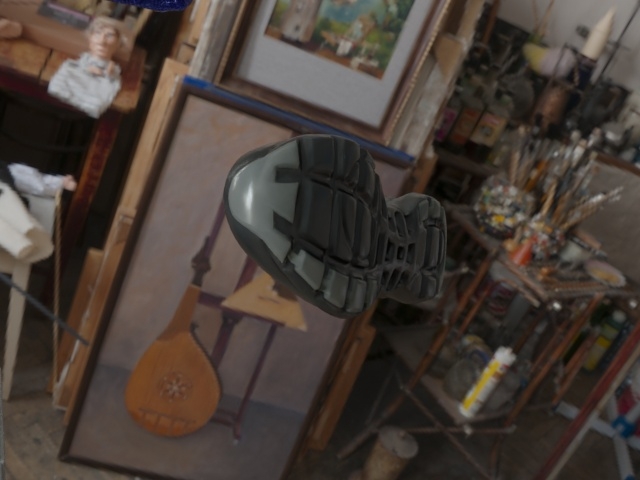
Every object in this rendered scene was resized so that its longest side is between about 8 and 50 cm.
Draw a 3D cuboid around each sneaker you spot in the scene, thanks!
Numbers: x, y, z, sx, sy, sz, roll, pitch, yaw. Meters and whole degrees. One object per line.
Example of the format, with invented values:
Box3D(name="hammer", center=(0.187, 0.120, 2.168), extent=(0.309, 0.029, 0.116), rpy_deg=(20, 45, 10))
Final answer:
Box3D(name="sneaker", center=(0.000, 0.000, 0.530), extent=(0.106, 0.101, 0.267), rpy_deg=(4, -8, 25))

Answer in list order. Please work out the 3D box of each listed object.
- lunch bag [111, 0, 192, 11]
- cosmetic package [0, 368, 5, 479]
Box3D(name="lunch bag", center=(-0.214, -0.271, 0.292), extent=(0.385, 0.328, 0.239), rpy_deg=(1, 8, -19))
Box3D(name="cosmetic package", center=(-0.288, 0.208, 0.575), extent=(0.127, 0.238, 0.107), rpy_deg=(-2, 31, -22))
